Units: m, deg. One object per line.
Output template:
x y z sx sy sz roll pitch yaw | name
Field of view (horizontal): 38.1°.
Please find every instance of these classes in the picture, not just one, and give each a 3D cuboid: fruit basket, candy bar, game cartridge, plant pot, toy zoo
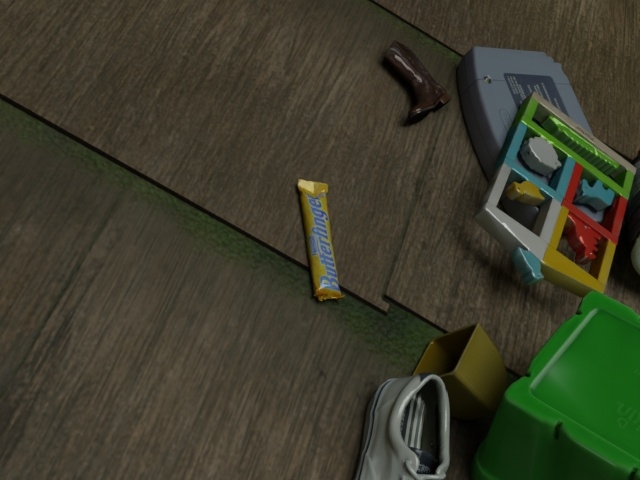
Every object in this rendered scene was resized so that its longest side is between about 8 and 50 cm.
0.384 0.262 1.009 0.392 0.392 0.283 45 68 1 | fruit basket
0.000 0.000 1.091 0.040 0.018 0.161 7 59 -26 | candy bar
0.309 -0.144 1.331 0.198 0.062 0.297 -4 65 -27 | game cartridge
0.165 0.158 1.055 0.083 0.081 0.081 46 50 -12 | plant pot
0.312 -0.049 1.224 0.192 0.030 0.293 34 52 -8 | toy zoo

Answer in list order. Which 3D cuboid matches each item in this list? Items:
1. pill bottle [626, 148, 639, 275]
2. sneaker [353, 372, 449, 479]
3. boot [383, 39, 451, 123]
0.505 -0.054 1.324 0.130 0.130 0.245 31 40 -11 | pill bottle
0.081 0.251 0.940 0.094 0.091 0.258 18 57 -20 | sneaker
0.119 -0.221 1.277 0.114 0.037 0.106 53 38 3 | boot
